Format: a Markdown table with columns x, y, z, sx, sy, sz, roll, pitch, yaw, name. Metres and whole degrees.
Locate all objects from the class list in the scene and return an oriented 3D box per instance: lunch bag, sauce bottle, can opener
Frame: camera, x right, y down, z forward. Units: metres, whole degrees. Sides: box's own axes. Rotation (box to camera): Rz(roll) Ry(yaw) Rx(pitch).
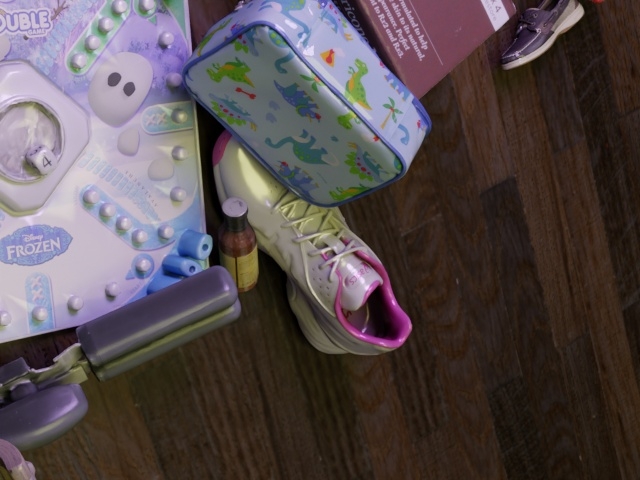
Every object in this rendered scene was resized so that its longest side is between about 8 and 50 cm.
| x | y | z | sx | sy | sz | roll | pitch | yaw | name |
| --- | --- | --- | --- | --- | --- | --- | --- | --- | --- |
| -0.017 | -0.137 | 1.351 | 0.219 | 0.176 | 0.090 | 44 | 52 | -19 | lunch bag |
| -0.085 | 0.004 | 1.435 | 0.042 | 0.042 | 0.128 | -36 | 153 | -25 | sauce bottle |
| -0.202 | 0.118 | 1.349 | 0.280 | 0.093 | 0.074 | -28 | 157 | -12 | can opener |

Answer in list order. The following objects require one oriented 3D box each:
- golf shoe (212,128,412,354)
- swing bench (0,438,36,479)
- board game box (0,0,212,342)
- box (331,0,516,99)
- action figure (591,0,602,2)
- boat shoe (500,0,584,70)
| x | y | z | sx | sy | sz | roll | pitch | yaw | name |
| --- | --- | --- | --- | --- | --- | --- | --- | --- | --- |
| 0.000 | 0.000 | 1.474 | 0.115 | 0.140 | 0.306 | -44 | 118 | -20 | golf shoe |
| -0.343 | 0.343 | 1.271 | 0.255 | 0.165 | 0.253 | -34 | 116 | -25 | swing bench |
| -0.279 | -0.095 | 1.314 | 0.390 | 0.050 | 0.390 | -12 | 105 | -33 | board game box |
| 0.053 | -0.257 | 1.426 | 0.167 | 0.203 | 0.168 | -42 | 118 | -23 | box |
| 0.283 | -0.412 | 1.630 | 0.139 | 0.091 | 0.280 | -49 | 119 | -24 | action figure |
| 0.258 | -0.256 | 1.667 | 0.152 | 0.056 | 0.049 | -43 | 111 | -35 | boat shoe |
